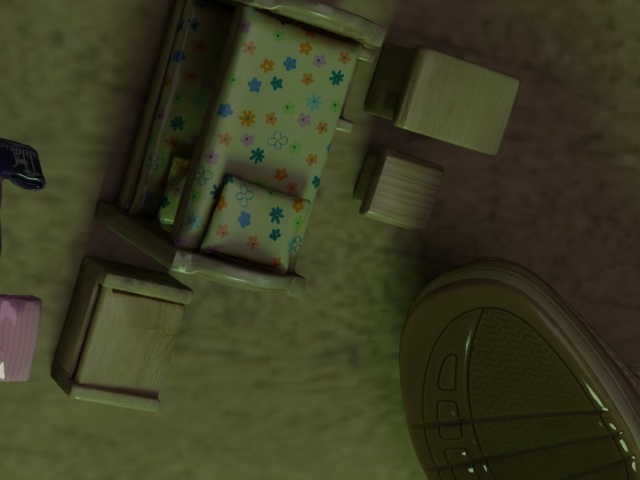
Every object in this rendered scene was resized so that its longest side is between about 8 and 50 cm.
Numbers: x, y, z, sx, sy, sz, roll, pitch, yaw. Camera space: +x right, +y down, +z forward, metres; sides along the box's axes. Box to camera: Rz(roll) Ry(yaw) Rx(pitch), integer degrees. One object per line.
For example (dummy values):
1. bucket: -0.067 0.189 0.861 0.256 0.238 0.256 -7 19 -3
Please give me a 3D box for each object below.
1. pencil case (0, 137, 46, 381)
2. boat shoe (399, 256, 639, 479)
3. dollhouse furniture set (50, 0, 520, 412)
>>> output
1. pencil case: -0.239 0.001 0.439 0.284 0.124 0.124 10 98 -29
2. boat shoe: 0.135 0.112 0.688 0.302 0.109 0.098 54 37 -27
3. dollhouse furniture set: 0.000 0.000 0.575 0.161 0.101 0.182 13 97 -30
